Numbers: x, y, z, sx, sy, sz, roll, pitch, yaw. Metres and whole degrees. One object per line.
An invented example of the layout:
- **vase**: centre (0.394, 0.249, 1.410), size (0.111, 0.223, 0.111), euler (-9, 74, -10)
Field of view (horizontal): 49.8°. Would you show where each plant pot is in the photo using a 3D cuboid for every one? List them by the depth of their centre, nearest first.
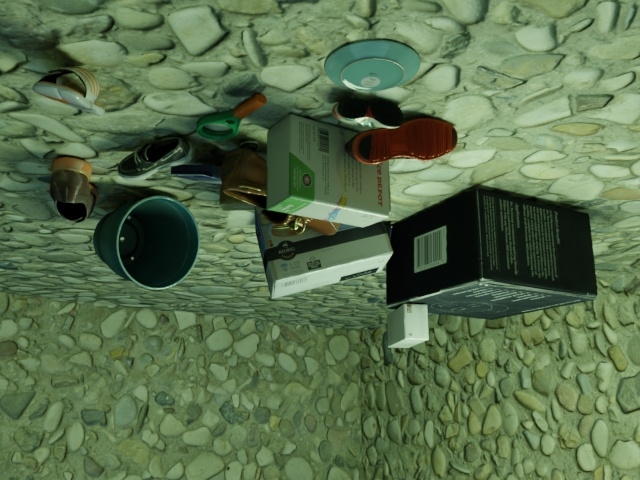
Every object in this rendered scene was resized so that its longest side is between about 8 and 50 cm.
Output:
- **plant pot**: centre (-0.546, 0.000, 2.081), size (0.271, 0.272, 0.255), euler (15, 173, -42)

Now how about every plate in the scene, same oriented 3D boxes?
- **plate**: centre (0.102, -0.331, 1.346), size (0.188, 0.024, 0.188), euler (-1, 163, 0)

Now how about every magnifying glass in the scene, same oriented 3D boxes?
- **magnifying glass**: centre (-0.197, -0.274, 1.538), size (0.092, 0.026, 0.231), euler (13, 161, -37)

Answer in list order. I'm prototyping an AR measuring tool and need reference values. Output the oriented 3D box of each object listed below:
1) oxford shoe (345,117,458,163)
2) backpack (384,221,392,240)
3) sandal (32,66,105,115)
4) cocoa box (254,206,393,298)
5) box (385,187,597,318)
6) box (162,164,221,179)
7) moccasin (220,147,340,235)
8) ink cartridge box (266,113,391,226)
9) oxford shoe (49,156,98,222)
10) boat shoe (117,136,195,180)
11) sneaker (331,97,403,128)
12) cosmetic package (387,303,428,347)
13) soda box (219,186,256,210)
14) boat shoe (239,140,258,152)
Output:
- **oxford shoe**: centre (0.186, -0.232, 1.587), size (0.271, 0.097, 0.098), euler (-6, -168, -20)
- **backpack**: centre (0.180, -0.005, 2.312), size (0.084, 0.105, 0.114), euler (11, 163, -19)
- **sandal**: centre (-0.485, -0.304, 1.360), size (0.102, 0.076, 0.265), euler (16, -177, -5)
- **cocoa box**: centre (0.000, 0.000, 1.985), size (0.347, 0.228, 0.231), euler (-13, 165, -9)
- **box**: centre (0.533, 0.069, 2.227), size (0.471, 0.297, 0.480), euler (11, 161, -27)
- **box**: centre (-0.281, -0.167, 1.757), size (0.136, 0.037, 0.225), euler (5, 180, 28)
- **moccasin**: centre (-0.093, -0.091, 1.728), size (0.139, 0.147, 0.380), euler (-7, 154, 37)
- **ink cartridge box**: centre (0.020, -0.156, 1.620), size (0.278, 0.201, 0.117), euler (10, 161, -31)
- **oxford shoe**: centre (-0.689, -0.104, 1.900), size (0.130, 0.133, 0.364), euler (3, 163, -12)
- **boat shoe**: centre (-0.414, -0.207, 1.676), size (0.219, 0.078, 0.070), euler (-16, 160, 21)
- **sneaker**: centre (0.100, -0.276, 1.501), size (0.161, 0.057, 0.075), euler (4, -179, -22)
- **cosmetic package**: centre (0.283, 0.282, 2.255), size (0.085, 0.117, 0.231), euler (2, 166, -9)
- **soda box**: centre (-0.197, -0.123, 1.983), size (0.181, 0.058, 0.061), euler (-2, 164, 2)
- **boat shoe**: centre (-0.189, -0.212, 1.714), size (0.046, 0.038, 0.125), euler (9, 161, -29)
